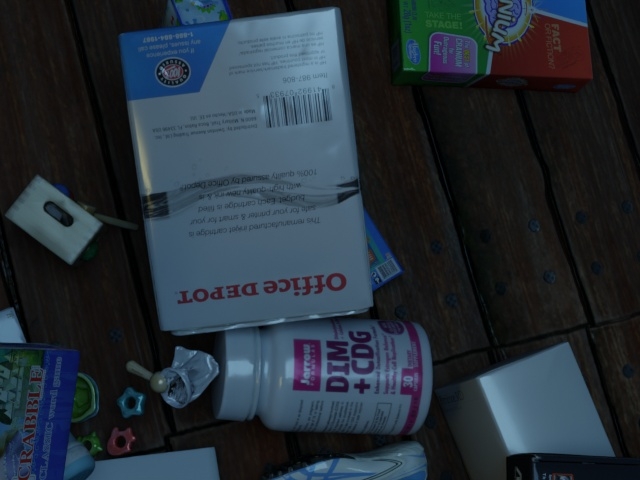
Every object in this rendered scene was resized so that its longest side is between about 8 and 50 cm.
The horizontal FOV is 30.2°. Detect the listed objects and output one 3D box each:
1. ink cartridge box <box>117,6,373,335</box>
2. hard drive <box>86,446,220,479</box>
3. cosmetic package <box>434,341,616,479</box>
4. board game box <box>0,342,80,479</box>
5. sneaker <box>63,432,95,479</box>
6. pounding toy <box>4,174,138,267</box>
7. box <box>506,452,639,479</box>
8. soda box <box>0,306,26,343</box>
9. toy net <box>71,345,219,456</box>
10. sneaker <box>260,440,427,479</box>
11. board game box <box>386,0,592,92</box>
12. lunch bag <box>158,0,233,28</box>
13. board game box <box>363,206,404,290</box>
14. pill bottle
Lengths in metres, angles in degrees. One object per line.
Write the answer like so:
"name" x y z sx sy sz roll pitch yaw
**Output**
"ink cartridge box" -0.092 -0.094 1.582 0.285 0.166 0.395 -6 98 2
"hard drive" -0.220 0.457 1.530 0.233 0.047 0.353 -2 72 -30
"cosmetic package" 0.317 0.342 1.656 0.155 0.197 0.366 -21 82 -16
"board game box" -0.398 0.262 1.233 0.065 0.318 0.319 5 87 31
"sneaker" -0.447 0.279 1.480 0.319 0.127 0.208 -35 80 14
"pounding toy" -0.337 -0.026 1.624 0.141 0.130 0.100 37 83 -3
"box" 0.393 0.473 1.494 0.318 0.097 0.395 6 78 -15
"soda box" -0.403 0.203 1.573 0.069 0.074 0.216 -20 83 -17
"toy net" -0.243 0.213 1.576 0.232 0.045 0.122 -18 75 14
"sneaker" 0.036 0.333 1.649 0.237 0.085 0.086 -4 86 -12
"board game box" 0.264 -0.363 1.876 0.316 0.064 0.242 0 77 -14
"lunch bag" -0.166 -0.278 1.716 0.096 0.129 0.151 -17 81 -17
"board game box" 0.000 0.000 1.734 0.160 0.047 0.210 -30 86 -18
"pill bottle" -0.001 0.184 1.631 0.283 0.160 0.160 3 76 -13
